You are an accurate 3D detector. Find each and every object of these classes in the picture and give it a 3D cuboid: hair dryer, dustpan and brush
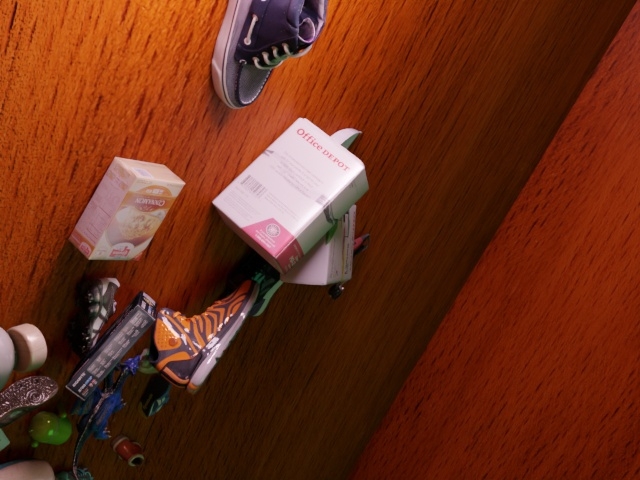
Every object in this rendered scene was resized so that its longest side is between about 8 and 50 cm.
[{"bbox_3d":[0.054,0.036,2.471,0.223,0.080,0.293,-61,164,-14],"label":"hair dryer"},{"bbox_3d":[0.037,-0.217,2.050,0.147,0.060,0.211,-53,156,7],"label":"dustpan and brush"}]

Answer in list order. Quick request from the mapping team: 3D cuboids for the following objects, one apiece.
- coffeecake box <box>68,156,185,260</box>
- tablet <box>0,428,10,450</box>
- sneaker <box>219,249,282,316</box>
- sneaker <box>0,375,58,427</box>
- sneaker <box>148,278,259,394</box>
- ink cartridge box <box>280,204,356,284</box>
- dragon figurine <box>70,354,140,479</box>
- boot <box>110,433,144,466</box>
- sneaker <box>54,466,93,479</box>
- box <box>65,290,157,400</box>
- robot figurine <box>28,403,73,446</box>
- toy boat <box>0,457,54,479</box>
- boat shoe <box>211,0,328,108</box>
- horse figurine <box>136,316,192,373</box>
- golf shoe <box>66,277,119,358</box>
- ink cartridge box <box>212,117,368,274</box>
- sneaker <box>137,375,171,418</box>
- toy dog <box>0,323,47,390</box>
[{"bbox_3d":[-0.361,-0.055,1.587,0.185,0.068,0.142,-56,156,15],"label":"coffeecake box"},{"bbox_3d":[-0.690,0.428,1.796,0.054,0.006,0.083,-38,154,-26],"label":"tablet"},{"bbox_3d":[-0.161,0.088,2.106,0.124,0.107,0.283,-8,133,-48],"label":"sneaker"},{"bbox_3d":[-0.627,0.335,1.722,0.188,0.066,0.071,-23,162,-37],"label":"sneaker"},{"bbox_3d":[-0.279,0.182,1.969,0.321,0.180,0.124,-56,179,-35],"label":"sneaker"},{"bbox_3d":[0.000,0.000,2.068,0.278,0.117,0.201,1,94,-76],"label":"ink cartridge box"},{"bbox_3d":[-0.498,0.378,1.891,0.144,0.085,0.289,103,13,-58],"label":"dragon figurine"},{"bbox_3d":[-0.496,0.572,2.248,0.059,0.085,0.158,-46,158,-13],"label":"boot"},{"bbox_3d":[-0.613,0.594,2.125,0.076,0.065,0.166,-57,165,-27],"label":"sneaker"},{"bbox_3d":[-0.430,0.215,1.772,0.220,0.051,0.175,-49,-169,-1],"label":"box"},{"bbox_3d":[-0.592,0.412,1.865,0.101,0.067,0.115,-45,156,-2],"label":"robot figurine"},{"bbox_3d":[-0.734,0.612,1.851,0.318,0.148,0.267,-63,159,10],"label":"toy boat"},{"bbox_3d":[-0.090,-0.350,1.515,0.127,0.158,0.340,-31,149,-37],"label":"boat shoe"},{"bbox_3d":[-0.340,0.282,2.120,0.174,0.066,0.263,-55,154,-4],"label":"horse figurine"},{"bbox_3d":[-0.455,0.158,1.726,0.094,0.077,0.198,-21,144,-48],"label":"golf shoe"},{"bbox_3d":[-0.060,-0.099,1.872,0.283,0.207,0.117,-45,157,-11],"label":"ink cartridge box"},{"bbox_3d":[-0.413,0.391,2.169,0.059,0.053,0.144,-10,143,-55],"label":"sneaker"},{"bbox_3d":[-0.633,0.231,1.487,0.334,0.161,0.220,-40,162,14],"label":"toy dog"}]
